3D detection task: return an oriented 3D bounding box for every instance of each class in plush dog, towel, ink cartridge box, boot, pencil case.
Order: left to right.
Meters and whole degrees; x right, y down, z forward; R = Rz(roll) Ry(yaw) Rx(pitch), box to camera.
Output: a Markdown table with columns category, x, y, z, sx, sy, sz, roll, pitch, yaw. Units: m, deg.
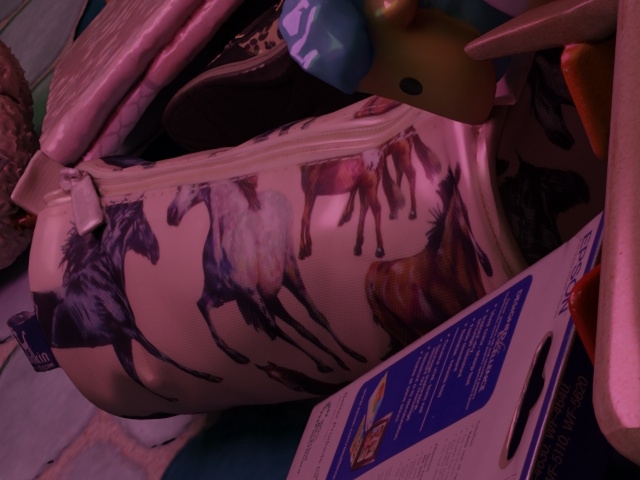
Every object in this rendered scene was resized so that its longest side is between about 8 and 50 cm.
| category | x | y | z | sx | sy | sz | roll | pitch | yaw |
| --- | --- | --- | --- | --- | --- | --- | --- | --- | --- |
| plush dog | -0.293 | -0.087 | 1.486 | 0.211 | 0.262 | 0.225 | -10 | 51 | 4 |
| towel | -0.094 | -0.203 | 1.394 | 0.317 | 0.053 | 0.332 | -48 | 16 | 10 |
| boot | 0.000 | -0.157 | 1.266 | 0.236 | 0.085 | 0.178 | -26 | 32 | 43 |
| pencil case | 0.000 | 0.000 | 0.994 | 0.410 | 0.183 | 0.160 | -13 | 48 | 46 |
| ink cartridge box | 0.053 | 0.115 | 0.809 | 0.165 | 0.065 | 0.333 | -68 | 11 | -25 |

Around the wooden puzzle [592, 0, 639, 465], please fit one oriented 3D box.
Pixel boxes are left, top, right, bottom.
| category | x | y | z | sx | sy | sz | roll | pitch | yaw |
| --- | --- | --- | --- | --- | --- | --- | --- | --- | --- |
| wooden puzzle | 0.261 | -0.032 | 0.535 | 0.080 | 0.348 | 0.322 | 118 | 167 | -51 |

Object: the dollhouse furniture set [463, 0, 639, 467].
| category | x | y | z | sx | sy | sz | roll | pitch | yaw |
| --- | --- | --- | --- | --- | --- | --- | --- | --- | --- |
| dollhouse furniture set | 0.185 | 0.000 | 0.704 | 0.259 | 0.262 | 0.135 | -32 | 12 | -39 |

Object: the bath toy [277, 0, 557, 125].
| category | x | y | z | sx | sy | sz | roll | pitch | yaw |
| --- | --- | --- | --- | --- | --- | --- | --- | --- | --- |
| bath toy | 0.099 | -0.208 | 0.692 | 0.348 | 0.129 | 0.151 | -62 | 39 | 35 |

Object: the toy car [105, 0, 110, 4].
| category | x | y | z | sx | sy | sz | roll | pitch | yaw |
| --- | --- | --- | --- | --- | --- | --- | --- | --- | --- |
| toy car | -0.167 | -0.321 | 1.596 | 0.210 | 0.219 | 0.238 | -22 | 70 | 39 |
